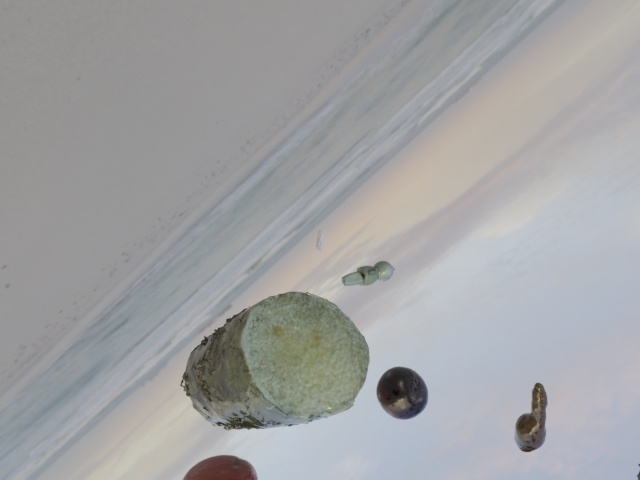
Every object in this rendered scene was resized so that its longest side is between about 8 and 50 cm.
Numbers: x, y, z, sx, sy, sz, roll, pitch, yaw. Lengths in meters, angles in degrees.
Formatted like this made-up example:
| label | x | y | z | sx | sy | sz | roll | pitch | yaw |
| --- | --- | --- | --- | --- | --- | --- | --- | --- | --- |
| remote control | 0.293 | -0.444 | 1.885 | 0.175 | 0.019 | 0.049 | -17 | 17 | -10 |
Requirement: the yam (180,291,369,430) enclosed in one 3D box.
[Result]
| label | x | y | z | sx | sy | sz | roll | pitch | yaw |
| --- | --- | --- | --- | --- | --- | --- | --- | --- | --- |
| yam | -0.107 | 0.248 | 0.927 | 0.348 | 0.241 | 0.241 | -33 | -172 | 45 |

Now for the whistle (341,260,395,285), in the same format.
| label | x | y | z | sx | sy | sz | roll | pitch | yaw |
| --- | --- | --- | --- | --- | --- | --- | --- | --- | --- |
| whistle | 0.079 | 0.055 | 0.775 | 0.100 | 0.035 | 0.035 | -12 | 167 | -27 |

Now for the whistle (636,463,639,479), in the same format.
| label | x | y | z | sx | sy | sz | roll | pitch | yaw |
| --- | --- | --- | --- | --- | --- | --- | --- | --- | --- |
| whistle | 0.573 | 0.532 | 0.796 | 0.189 | 0.189 | 0.347 | 155 | -55 | -85 |

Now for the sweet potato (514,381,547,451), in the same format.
| label | x | y | z | sx | sy | sz | roll | pitch | yaw |
| --- | --- | --- | --- | --- | --- | --- | --- | --- | --- |
| sweet potato | 0.533 | 0.466 | 1.206 | 0.075 | 0.075 | 0.269 | -44 | 140 | -45 |

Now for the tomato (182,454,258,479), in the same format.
| label | x | y | z | sx | sy | sz | roll | pitch | yaw |
| --- | --- | --- | --- | --- | --- | --- | --- | --- | --- |
| tomato | -0.221 | 0.537 | 1.085 | 0.189 | 0.173 | 0.099 | 98 | 4 | -54 |

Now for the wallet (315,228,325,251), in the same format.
| label | x | y | z | sx | sy | sz | roll | pitch | yaw |
| --- | --- | --- | --- | --- | --- | --- | --- | --- | --- |
| wallet | 0.000 | 0.000 | 1.097 | 0.083 | 0.011 | 0.044 | 57 | 46 | -80 |

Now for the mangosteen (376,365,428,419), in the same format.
| label | x | y | z | sx | sy | sz | roll | pitch | yaw |
| --- | --- | --- | --- | --- | --- | --- | --- | --- | --- |
| mangosteen | 0.227 | 0.437 | 1.364 | 0.152 | 0.152 | 0.152 | -42 | -179 | 1 |
